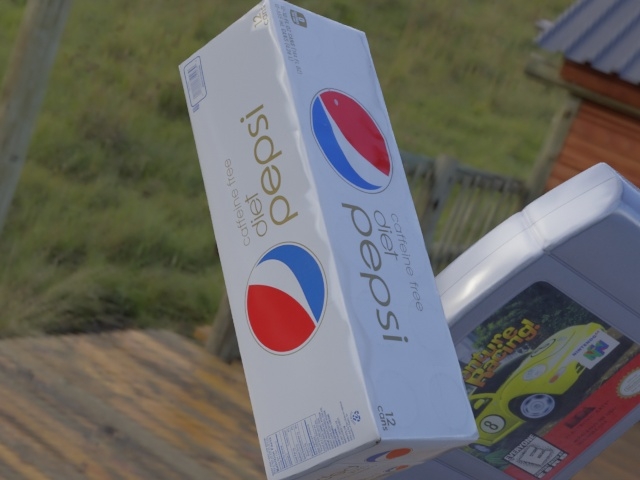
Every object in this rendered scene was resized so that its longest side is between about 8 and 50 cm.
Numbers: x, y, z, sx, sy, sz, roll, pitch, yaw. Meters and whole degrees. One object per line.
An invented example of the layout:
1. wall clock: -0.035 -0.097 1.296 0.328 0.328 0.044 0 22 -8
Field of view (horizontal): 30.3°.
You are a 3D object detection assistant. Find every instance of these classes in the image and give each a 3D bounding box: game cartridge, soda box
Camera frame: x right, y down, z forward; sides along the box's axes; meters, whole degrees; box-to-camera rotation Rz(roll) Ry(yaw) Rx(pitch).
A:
1. game cartridge: 0.142 0.089 0.832 0.196 0.294 0.060 32 23 -28
2. soda box: 0.000 0.000 0.551 0.073 0.069 0.216 10 59 -47
